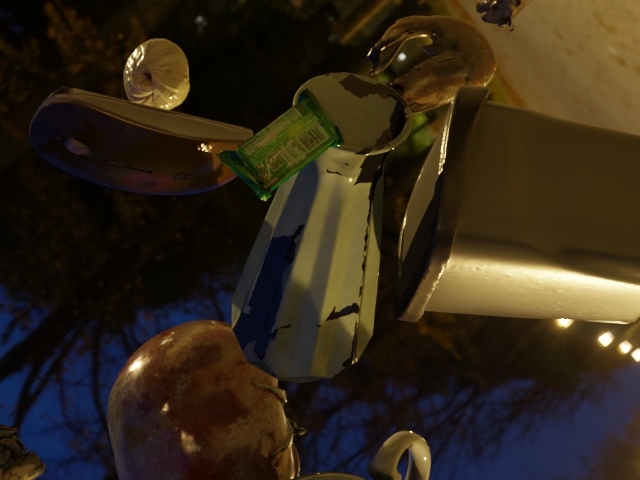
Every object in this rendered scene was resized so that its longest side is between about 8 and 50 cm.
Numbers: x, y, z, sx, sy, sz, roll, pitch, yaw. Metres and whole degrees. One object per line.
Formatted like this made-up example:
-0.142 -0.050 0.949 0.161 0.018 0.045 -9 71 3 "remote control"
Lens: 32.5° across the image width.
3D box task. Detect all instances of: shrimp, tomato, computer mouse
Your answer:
0.136 -0.249 1.513 0.145 0.254 0.059 63 154 13 "shrimp"
-0.166 0.275 1.613 0.317 0.283 0.316 166 90 -82 "tomato"
-0.235 -0.124 1.486 0.310 0.158 0.072 11 -121 -29 "computer mouse"

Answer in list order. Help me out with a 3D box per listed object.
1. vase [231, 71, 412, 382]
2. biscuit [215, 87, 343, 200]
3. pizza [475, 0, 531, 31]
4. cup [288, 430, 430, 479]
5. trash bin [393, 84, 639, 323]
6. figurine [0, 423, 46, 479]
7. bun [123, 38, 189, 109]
0.000 0.000 1.150 0.165 0.165 0.360 54 148 32 "vase"
-0.025 -0.062 0.735 0.046 0.089 0.016 51 146 -1 "biscuit"
0.191 -0.273 0.948 0.069 0.147 0.226 39 172 6 "pizza"
0.050 0.405 1.426 0.259 0.356 0.274 20 157 25 "cup"
0.220 -0.022 1.134 0.220 0.250 0.219 108 169 -62 "trash bin"
-0.467 0.314 1.482 0.145 0.145 0.222 46 150 -16 "figurine"
-0.250 -0.245 1.630 0.115 0.115 0.069 52 -159 20 "bun"
